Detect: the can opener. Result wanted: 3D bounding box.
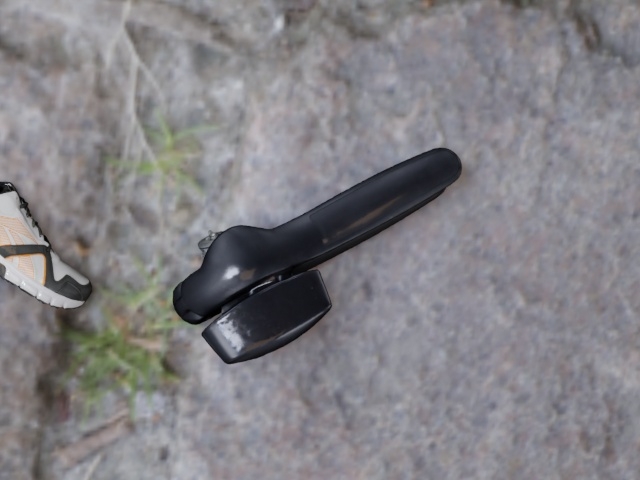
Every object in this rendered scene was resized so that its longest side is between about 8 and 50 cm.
[{"bbox_3d":[0.000,0.000,0.964,0.186,0.059,0.073,-32,94,-27],"label":"can opener"}]

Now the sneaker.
[{"bbox_3d":[-0.155,-0.002,0.882,0.109,0.040,0.043,35,87,-34],"label":"sneaker"}]
